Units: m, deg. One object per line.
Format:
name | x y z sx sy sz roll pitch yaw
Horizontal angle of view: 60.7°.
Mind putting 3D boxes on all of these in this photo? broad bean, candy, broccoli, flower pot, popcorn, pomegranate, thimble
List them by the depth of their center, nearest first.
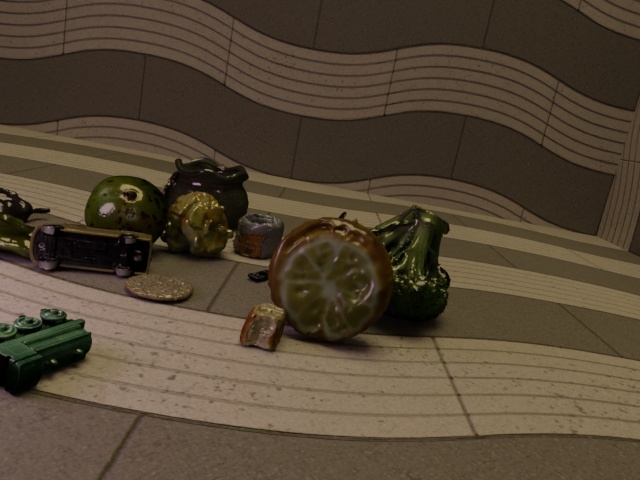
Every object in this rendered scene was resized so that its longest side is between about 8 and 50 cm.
candy | 0.020 0.078 1.113 0.260 0.259 0.118 13 1 9
broad bean | -0.723 -0.009 1.276 0.207 0.072 0.153 15 20 16
broccoli | 0.183 0.048 1.321 0.321 0.283 0.304 32 6 9
pomegranate | -0.514 -0.059 1.448 0.211 0.210 0.263 5 -25 -24
popcorn | -0.334 -0.045 1.518 0.188 0.185 0.167 24 34 16
thimble | -0.184 -0.017 1.646 0.127 0.117 0.151 17 14 17
flower pot | -0.399 -0.167 1.898 0.302 0.213 0.302 11 14 -3

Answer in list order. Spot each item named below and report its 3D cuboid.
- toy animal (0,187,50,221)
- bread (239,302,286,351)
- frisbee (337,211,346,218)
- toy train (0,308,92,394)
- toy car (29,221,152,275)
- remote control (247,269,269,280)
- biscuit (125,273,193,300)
toy animal | -0.868 -0.081 1.493 0.148 0.084 0.233 33 13 16
bread | -0.110 0.163 1.047 0.077 0.070 0.083 13 11 6
frisbee | 0.000 0.000 1.720 0.012 0.211 0.187 42 35 -10
toy train | -0.422 0.160 0.821 0.111 0.071 0.170 25 16 19
toy car | -0.524 0.016 1.268 0.257 0.101 0.124 8 9 -18
remote control | -0.152 0.092 1.433 0.039 0.014 0.096 17 13 24
biscuit | -0.355 0.103 1.208 0.152 0.020 0.152 10 12 -2
